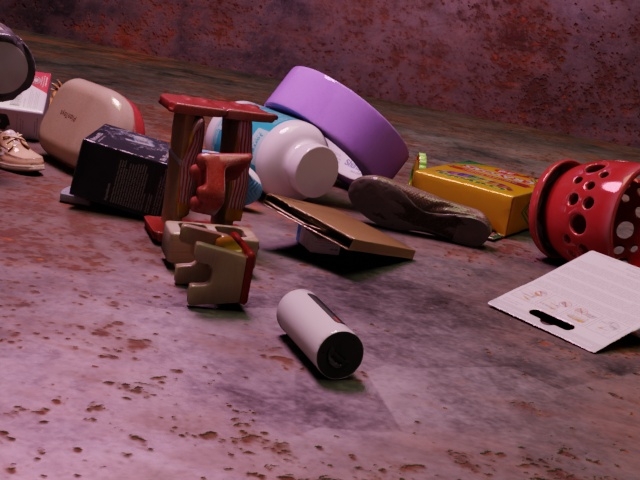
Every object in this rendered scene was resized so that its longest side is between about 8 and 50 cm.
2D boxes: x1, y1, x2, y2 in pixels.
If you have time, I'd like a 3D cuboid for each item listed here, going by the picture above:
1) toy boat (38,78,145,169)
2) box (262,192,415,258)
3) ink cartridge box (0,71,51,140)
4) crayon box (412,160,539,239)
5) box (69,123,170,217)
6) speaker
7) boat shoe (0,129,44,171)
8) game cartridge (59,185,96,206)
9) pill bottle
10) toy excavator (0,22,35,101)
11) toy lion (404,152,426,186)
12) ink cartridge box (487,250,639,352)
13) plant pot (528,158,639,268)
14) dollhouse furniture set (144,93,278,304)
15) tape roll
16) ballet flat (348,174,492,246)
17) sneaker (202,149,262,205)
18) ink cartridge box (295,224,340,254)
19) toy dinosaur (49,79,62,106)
[{"bbox_3d":[-0.377,-0.183,1.899,0.151,0.151,0.231,27,-1,-43],"label":"toy boat"},{"bbox_3d":[0.031,-0.019,1.614,0.164,0.021,0.201,28,9,29],"label":"box"},{"bbox_3d":[-0.608,-0.266,2.059,0.175,0.072,0.127,7,45,-10],"label":"ink cartridge box"},{"bbox_3d":[0.303,-0.080,2.036,0.202,0.081,0.318,18,17,26],"label":"crayon box"},{"bbox_3d":[-0.285,-0.106,1.675,0.158,0.093,0.156,16,14,-3],"label":"box"},{"bbox_3d":[-0.002,0.100,1.177,0.055,0.055,0.136,4,15,-22],"label":"speaker"},{"bbox_3d":[-0.524,-0.157,1.815,0.170,0.059,0.063,19,17,32],"label":"boat shoe"},{"bbox_3d":[-0.368,-0.070,1.676,0.056,0.017,0.083,15,14,6],"label":"game cartridge"},{"bbox_3d":[-0.082,-0.154,1.926,0.146,0.146,0.264,-1,17,-38],"label":"pill bottle"},{"bbox_3d":[-0.731,-0.257,1.666,0.445,0.433,0.222,34,2,-27],"label":"toy excavator"},{"bbox_3d":[0.186,-0.123,2.088,0.034,0.096,0.100,9,14,-4],"label":"toy lion"},{"bbox_3d":[0.375,0.097,1.495,0.232,0.066,0.189,-26,33,-32],"label":"ink cartridge box"},{"bbox_3d":[0.451,-0.039,1.774,0.191,0.191,0.174,-4,11,-43],"label":"plant pot"},{"bbox_3d":[-0.123,-0.064,1.435,0.152,0.201,0.374,5,14,-19],"label":"dollhouse furniture set"},{"bbox_3d":[0.029,-0.201,2.016,0.274,0.090,0.275,35,-9,6],"label":"tape roll"},{"bbox_3d":[0.169,-0.054,1.828,0.249,0.084,0.058,17,31,7],"label":"ballet flat"},{"bbox_3d":[-0.190,-0.117,1.835,0.228,0.088,0.092,19,15,25],"label":"sneaker"},{"bbox_3d":[0.000,0.000,1.619,0.048,0.028,0.083,6,14,-22],"label":"ink cartridge box"},{"bbox_3d":[-0.531,-0.267,2.216,0.211,0.064,0.112,31,22,-22],"label":"toy dinosaur"}]
